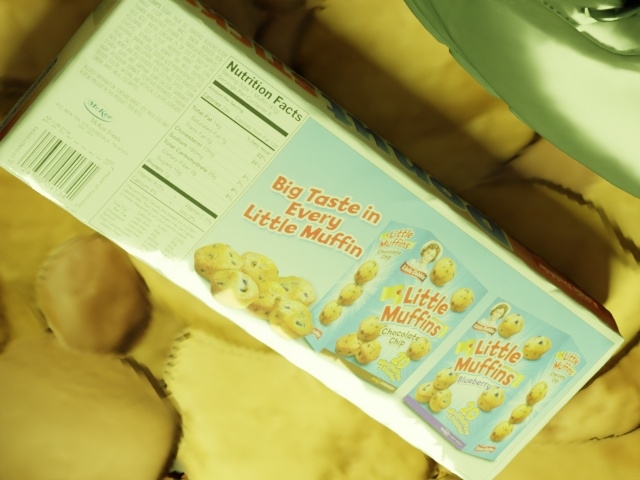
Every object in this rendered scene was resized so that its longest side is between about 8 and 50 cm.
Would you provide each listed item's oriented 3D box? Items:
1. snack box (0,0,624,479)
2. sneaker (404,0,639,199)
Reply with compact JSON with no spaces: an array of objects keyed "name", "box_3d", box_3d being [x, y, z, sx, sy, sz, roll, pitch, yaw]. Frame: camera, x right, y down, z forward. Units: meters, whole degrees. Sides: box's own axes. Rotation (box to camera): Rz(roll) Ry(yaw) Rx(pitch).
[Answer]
[{"name":"snack box","box_3d":[0.000,0.000,0.547,0.178,0.022,0.064,36,105,-23]},{"name":"sneaker","box_3d":[0.051,-0.107,0.443,0.109,0.130,0.286,-32,118,5]}]
